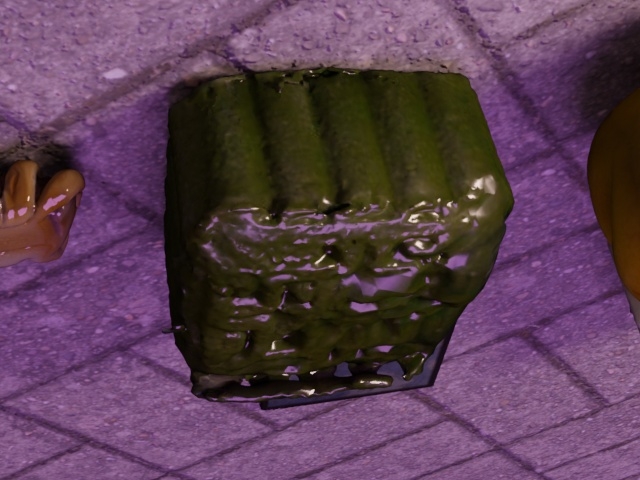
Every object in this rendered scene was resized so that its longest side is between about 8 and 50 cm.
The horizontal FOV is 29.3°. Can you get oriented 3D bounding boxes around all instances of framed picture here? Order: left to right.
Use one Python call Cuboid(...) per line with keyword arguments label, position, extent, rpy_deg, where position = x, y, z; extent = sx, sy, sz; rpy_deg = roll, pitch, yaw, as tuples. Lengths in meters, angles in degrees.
Cuboid(label="framed picture", position=(0.054, 0.136, 1.648), extent=(0.265, 0.016, 0.347), rpy_deg=(-7, 149, -11))

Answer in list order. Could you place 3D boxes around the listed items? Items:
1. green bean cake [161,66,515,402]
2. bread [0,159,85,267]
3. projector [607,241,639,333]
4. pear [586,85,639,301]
Cuboid(label="green bean cake", position=(0.000, 0.000, 1.216), extent=(0.335, 0.218, 0.319), rpy_deg=(-8, 149, -11))
Cuboid(label="bread", position=(-0.338, -0.024, 1.181), extent=(0.225, 0.081, 0.134), rpy_deg=(-8, 154, -11))
Cuboid(label="projector", position=(0.469, 0.054, 1.528), extent=(0.177, 0.163, 0.242), rpy_deg=(-20, 153, 11))
Cuboid(label="pear", position=(0.471, -0.055, 1.158), extent=(0.418, 0.362, 0.362), rpy_deg=(-7, 150, 9))
